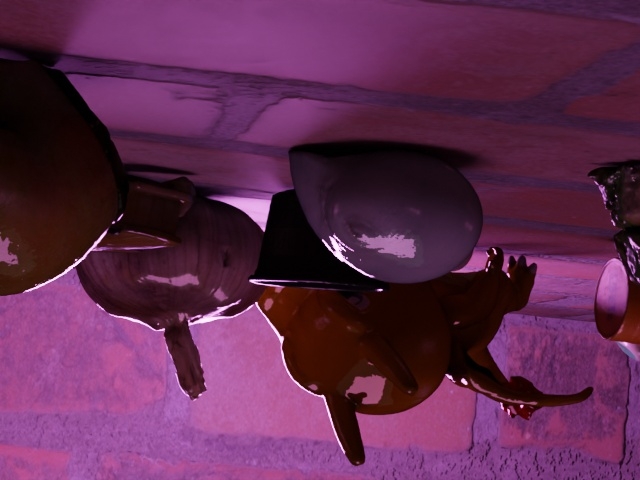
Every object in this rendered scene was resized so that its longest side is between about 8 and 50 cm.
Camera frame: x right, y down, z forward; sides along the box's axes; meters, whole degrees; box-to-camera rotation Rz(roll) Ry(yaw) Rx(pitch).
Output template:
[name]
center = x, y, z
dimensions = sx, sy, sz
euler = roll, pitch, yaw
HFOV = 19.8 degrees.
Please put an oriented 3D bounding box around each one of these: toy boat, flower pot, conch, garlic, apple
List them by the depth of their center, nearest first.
[apple]
center = -0.254, -0.044, 1.371
dimensions = 0.207, 0.174, 0.188
euler = 20, 146, -19
[conch]
center = 0.052, -0.032, 1.685
dimensions = 0.185, 0.121, 0.221
euler = 37, 174, -10
[flower pot]
center = 0.000, 0.000, 2.027
dimensions = 0.157, 0.107, 0.157
euler = 2, 175, 0
[toy boat]
center = -0.268, -0.031, 2.038
dimensions = 0.321, 0.089, 0.121
euler = 1, 169, 39
[garlic]
center = -0.171, 0.066, 2.183
dimensions = 0.245, 0.253, 0.245
euler = -3, 178, 0

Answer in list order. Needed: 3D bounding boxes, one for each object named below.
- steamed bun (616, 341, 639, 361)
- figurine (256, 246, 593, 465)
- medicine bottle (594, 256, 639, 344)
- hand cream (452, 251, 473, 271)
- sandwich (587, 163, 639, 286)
[steamed bun]
center = 0.525, 0.121, 2.699
dimensions = 0.228, 0.130, 0.177
euler = -2, 173, 41
[figurine]
center = 0.135, 0.128, 2.443
dimensions = 0.401, 0.268, 0.387
euler = 15, -164, 37
[medicine bottle]
center = 0.454, 0.083, 2.221
dimensions = 0.222, 0.149, 0.112
euler = 7, 174, -14
[hand cream]
center = 0.116, -0.005, 2.190
dimensions = 0.087, 0.054, 0.186
euler = 7, 171, 45
[sandwich]
center = 0.386, -0.006, 1.527
dimensions = 0.292, 0.109, 0.212
euler = 6, 175, -7
